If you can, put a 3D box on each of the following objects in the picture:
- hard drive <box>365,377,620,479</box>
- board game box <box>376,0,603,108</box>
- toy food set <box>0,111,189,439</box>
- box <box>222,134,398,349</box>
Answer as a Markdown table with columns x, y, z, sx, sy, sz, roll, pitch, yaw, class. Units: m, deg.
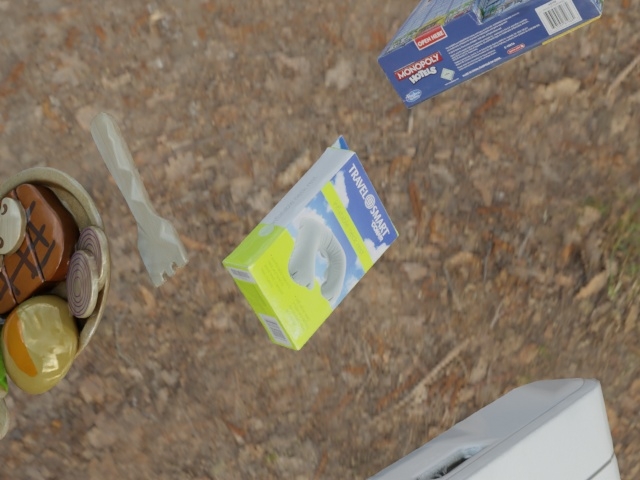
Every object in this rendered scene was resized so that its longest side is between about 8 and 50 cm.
| x | y | z | sx | sy | sz | roll | pitch | yaw | class |
| --- | --- | --- | --- | --- | --- | --- | --- | --- | --- |
| 0.081 | 0.254 | 0.476 | 0.047 | 0.233 | 0.353 | -8 | 95 | 36 | hard drive |
| 0.163 | -0.224 | 1.142 | 0.194 | 0.060 | 0.194 | -24 | 24 | 27 | board game box |
| -0.170 | 0.021 | 0.717 | 0.192 | 0.038 | 0.132 | -42 | 63 | 26 | toy food set |
| 0.000 | 0.000 | 1.133 | 0.042 | 0.109 | 0.178 | 12 | 51 | 45 | box |
